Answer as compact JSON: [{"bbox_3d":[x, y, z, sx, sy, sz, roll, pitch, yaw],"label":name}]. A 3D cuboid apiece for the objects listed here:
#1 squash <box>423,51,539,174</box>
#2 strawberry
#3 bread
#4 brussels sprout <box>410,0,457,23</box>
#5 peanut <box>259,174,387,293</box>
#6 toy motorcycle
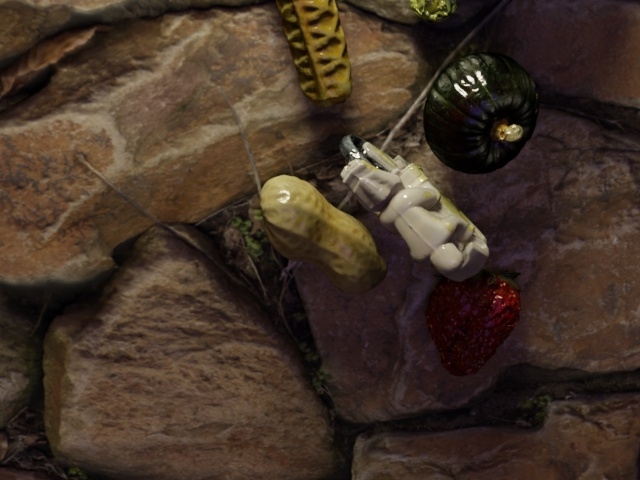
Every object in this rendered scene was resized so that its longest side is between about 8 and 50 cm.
[{"bbox_3d":[0.248,-0.196,1.750,0.193,0.155,0.193,-7,145,-5],"label":"squash"},{"bbox_3d":[0.254,0.151,1.973,0.175,0.098,0.228,18,113,-18],"label":"strawberry"},{"bbox_3d":[-0.027,-0.363,1.649,0.077,0.084,0.367,-39,126,-35],"label":"bread"},{"bbox_3d":[0.170,-0.361,1.699,0.085,0.058,0.085,-4,97,-34],"label":"brussels sprout"},{"bbox_3d":[0.000,0.000,1.837,0.274,0.111,0.125,39,111,-26],"label":"peanut"},{"bbox_3d":[0.160,-0.035,1.785,0.341,0.223,0.108,37,112,-24],"label":"toy motorcycle"}]
